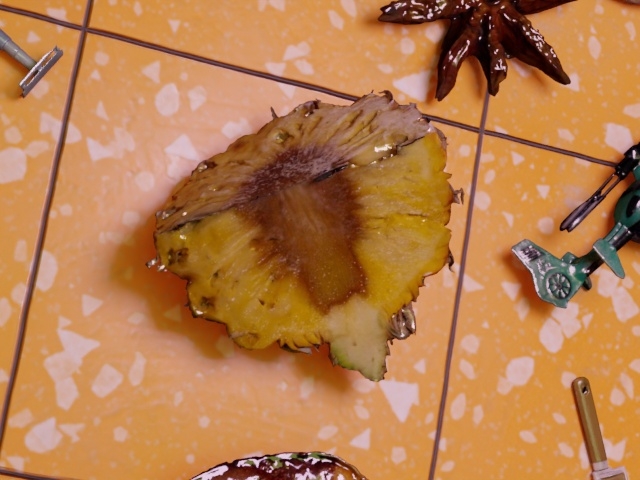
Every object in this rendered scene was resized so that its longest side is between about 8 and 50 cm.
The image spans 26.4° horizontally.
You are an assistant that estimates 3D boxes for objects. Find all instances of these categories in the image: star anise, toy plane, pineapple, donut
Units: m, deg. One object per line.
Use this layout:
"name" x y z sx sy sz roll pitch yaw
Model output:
"star anise" 0.197 -0.287 1.661 0.288 0.088 0.288 2 84 -18
"toy plane" 0.407 -0.038 1.692 0.381 0.106 0.155 -40 89 -18
"pineapple" 0.001 0.003 1.539 0.344 0.209 0.286 -21 121 4
"donut" -0.037 0.303 1.490 0.295 0.112 0.151 25 72 -15

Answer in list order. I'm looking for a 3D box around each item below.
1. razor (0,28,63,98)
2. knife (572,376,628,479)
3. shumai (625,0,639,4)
"razor" -0.356 -0.225 1.498 0.135 0.040 0.068 39 72 -4
"knife" 0.356 0.290 1.666 0.046 0.022 0.256 -12 86 -23
"shumai" 0.426 -0.406 1.735 0.201 0.120 0.201 4 79 -20
